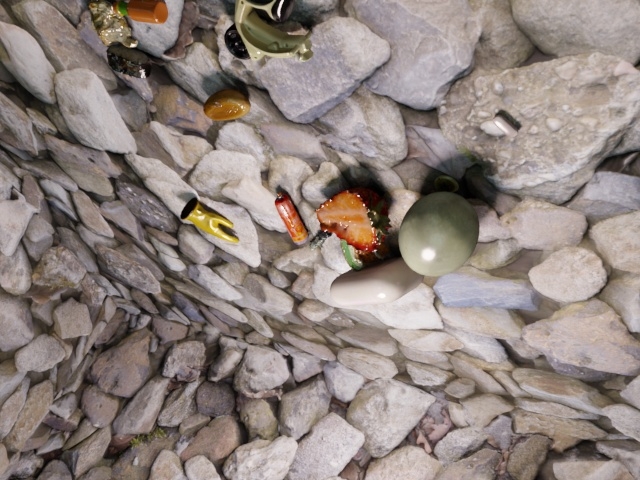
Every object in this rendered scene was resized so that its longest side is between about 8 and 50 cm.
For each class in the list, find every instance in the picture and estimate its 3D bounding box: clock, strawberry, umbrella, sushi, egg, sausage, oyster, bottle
[{"bbox_3d":[-0.133,-0.627,1.467,0.276,0.120,0.379,27,147,9],"label":"clock"},{"bbox_3d":[0.143,-0.082,2.010,0.254,0.150,0.280,56,143,-7],"label":"strawberry"},{"bbox_3d":[0.000,0.000,2.300,0.050,0.046,0.188,63,147,11],"label":"umbrella"},{"bbox_3d":[-0.656,-0.614,1.863,0.150,0.091,0.078,19,138,1],"label":"sushi"},{"bbox_3d":[0.394,-0.018,1.818,0.258,0.259,0.352,24,147,3],"label":"egg"},{"bbox_3d":[-0.125,-0.096,2.234,0.074,0.074,0.274,5,140,30],"label":"sausage"},{"bbox_3d":[-0.687,-0.703,1.774,0.191,0.081,0.163,26,143,-7],"label":"oyster"},{"bbox_3d":[-0.565,-0.715,1.680,0.186,0.069,0.069,15,145,20],"label":"bottle"}]

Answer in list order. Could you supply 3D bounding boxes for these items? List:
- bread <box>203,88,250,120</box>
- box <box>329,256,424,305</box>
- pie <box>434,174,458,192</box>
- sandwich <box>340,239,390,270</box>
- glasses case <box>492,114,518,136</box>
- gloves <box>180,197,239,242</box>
[{"bbox_3d":[-0.319,-0.465,1.852,0.189,0.078,0.114,-1,158,34],"label":"bread"},{"bbox_3d":[0.226,0.166,2.178,0.348,0.288,0.141,-12,96,44],"label":"box"},{"bbox_3d":[0.413,-0.183,1.789,0.084,0.021,0.084,17,146,12],"label":"pie"},{"bbox_3d":[0.168,0.017,2.141,0.159,0.109,0.185,-20,104,26],"label":"sandwich"},{"bbox_3d":[0.520,-0.322,1.523,0.083,0.021,0.032,35,144,-13],"label":"glasses case"},{"bbox_3d":[-0.500,-0.070,2.525,0.294,0.116,0.133,37,174,-32],"label":"gloves"}]
